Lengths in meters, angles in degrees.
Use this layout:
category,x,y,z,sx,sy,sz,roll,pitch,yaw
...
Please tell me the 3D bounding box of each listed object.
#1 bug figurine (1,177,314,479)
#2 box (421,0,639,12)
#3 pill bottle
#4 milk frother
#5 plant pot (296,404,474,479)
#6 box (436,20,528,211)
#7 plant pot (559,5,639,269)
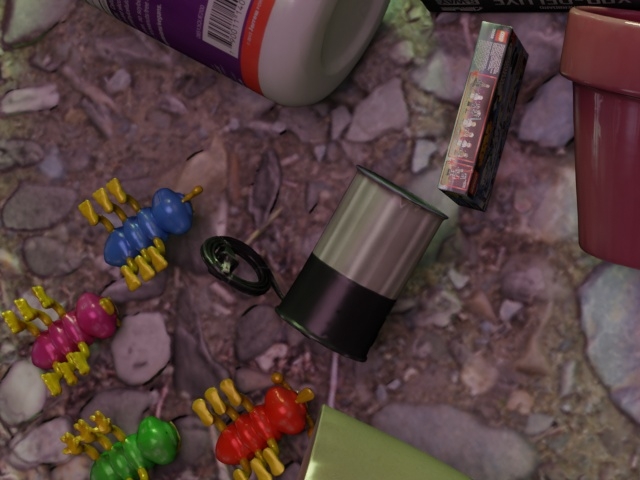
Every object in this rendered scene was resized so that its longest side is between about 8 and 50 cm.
category,x,y,z,sx,sy,sz,roll,pitch,yaw
bug figurine,-0.136,0.097,1.433,0.216,0.072,0.279,-32,81,15
box,0.205,-0.342,1.397,0.242,0.076,0.307,1,83,15
pill bottle,-0.107,-0.251,1.414,0.323,0.181,0.181,29,91,17
milk frother,0.000,0.000,1.360,0.135,0.143,0.129,-61,30,5
plant pot,0.094,0.282,1.278,0.274,0.256,0.256,17,87,0
box,0.130,-0.096,1.376,0.027,0.094,0.137,15,86,15
plant pot,0.271,-0.073,1.295,0.201,0.201,0.180,11,101,16
